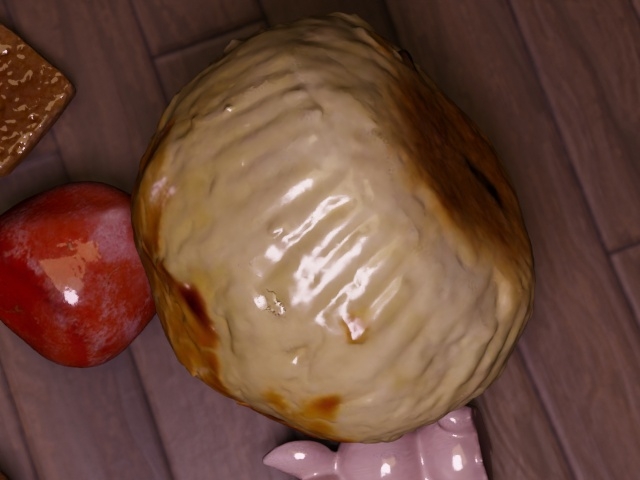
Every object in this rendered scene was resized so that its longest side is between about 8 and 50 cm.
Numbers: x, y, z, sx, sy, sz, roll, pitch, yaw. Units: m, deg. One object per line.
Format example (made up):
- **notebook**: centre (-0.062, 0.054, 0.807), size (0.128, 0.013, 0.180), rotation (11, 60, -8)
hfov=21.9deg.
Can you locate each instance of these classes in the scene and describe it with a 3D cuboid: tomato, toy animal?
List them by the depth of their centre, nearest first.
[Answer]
- **tomato**: centre (-0.232, 0.022, 1.558), size (0.187, 0.151, 0.187), rotation (0, 74, 0)
- **toy animal**: centre (0.056, 0.211, 1.561), size (0.212, 0.124, 0.124), rotation (-8, 79, 5)

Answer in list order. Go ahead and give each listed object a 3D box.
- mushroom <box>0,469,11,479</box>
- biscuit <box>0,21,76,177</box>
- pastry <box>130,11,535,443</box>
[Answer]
- **mushroom**: centre (-0.377, 0.274, 1.518), size (0.231, 0.138, 0.194), rotation (28, 96, 15)
- **biscuit**: centre (-0.393, -0.130, 1.632), size (0.301, 0.043, 0.278), rotation (-1, 77, -4)
- **pastry**: centre (0.000, 0.000, 1.470), size (0.312, 0.388, 0.389), rotation (-36, 81, 22)
